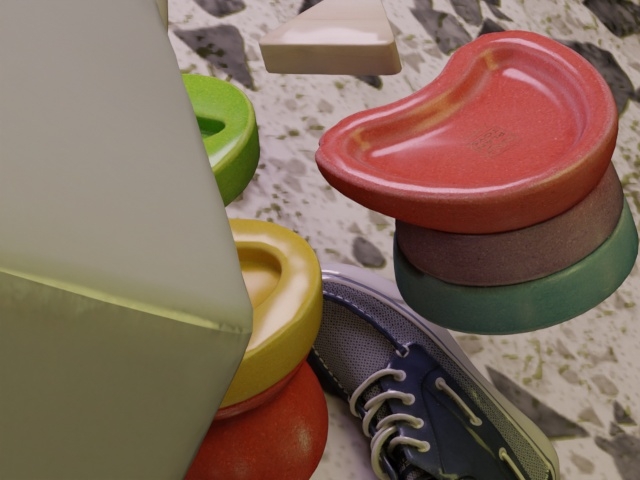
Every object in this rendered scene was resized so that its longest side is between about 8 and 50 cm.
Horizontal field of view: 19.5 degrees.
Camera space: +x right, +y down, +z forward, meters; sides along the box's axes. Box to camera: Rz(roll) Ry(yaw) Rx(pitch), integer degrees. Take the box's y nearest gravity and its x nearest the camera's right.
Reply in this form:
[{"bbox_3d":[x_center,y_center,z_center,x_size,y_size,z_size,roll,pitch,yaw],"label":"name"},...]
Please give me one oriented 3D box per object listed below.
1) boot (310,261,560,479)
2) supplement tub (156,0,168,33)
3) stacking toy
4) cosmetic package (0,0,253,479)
[{"bbox_3d":[0.048,0.093,1.021,0.190,0.069,0.086,39,33,2],"label":"boot"},{"bbox_3d":[-0.253,-0.091,0.856,0.316,0.228,0.228,17,43,-23],"label":"supplement tub"},{"bbox_3d":[0.000,0.000,1.011,0.309,0.130,0.279,-27,36,-15],"label":"stacking toy"},{"bbox_3d":[-0.263,0.053,0.517,0.329,0.393,0.327,17,25,-21],"label":"cosmetic package"}]
